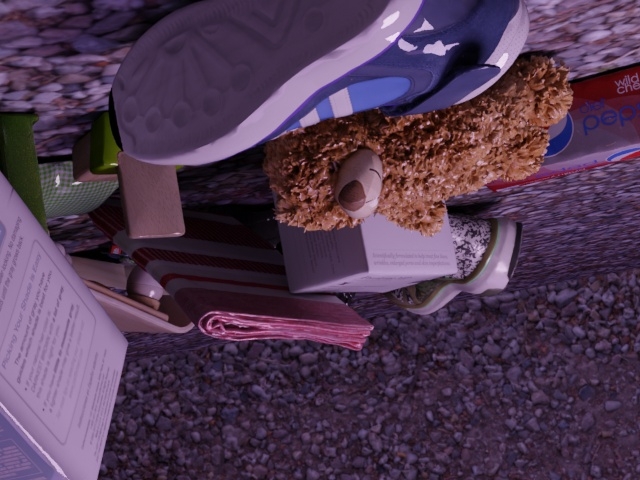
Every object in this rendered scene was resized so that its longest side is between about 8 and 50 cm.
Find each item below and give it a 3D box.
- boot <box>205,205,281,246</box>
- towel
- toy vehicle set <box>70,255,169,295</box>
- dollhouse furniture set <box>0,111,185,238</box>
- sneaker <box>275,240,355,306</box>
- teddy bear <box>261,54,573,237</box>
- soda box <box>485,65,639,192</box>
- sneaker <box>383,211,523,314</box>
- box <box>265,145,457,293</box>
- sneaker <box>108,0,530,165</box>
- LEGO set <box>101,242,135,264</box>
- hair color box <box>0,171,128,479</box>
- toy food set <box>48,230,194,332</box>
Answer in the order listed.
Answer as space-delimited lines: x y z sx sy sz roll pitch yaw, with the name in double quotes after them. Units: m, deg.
-0.130 -0.002 1.805 0.198 0.077 0.137 -2 172 -36 "boot"
-0.120 0.033 1.475 0.237 0.037 0.329 9 -162 -39 "towel"
-0.229 0.066 1.898 0.266 0.035 0.166 9 177 18 "toy vehicle set"
-0.284 -0.015 1.320 0.197 0.151 0.301 -4 168 -35 "dollhouse furniture set"
0.000 0.000 1.680 0.124 0.107 0.283 -3 -154 24 "sneaker"
0.113 -0.091 1.294 0.338 0.113 0.245 -3 146 -38 "teddy bear"
0.308 -0.133 1.458 0.263 0.092 0.083 -13 169 17 "soda box"
0.178 0.012 2.162 0.182 0.158 0.410 26 159 -16 "sneaker"
0.049 -0.036 1.470 0.119 0.182 0.181 -18 167 38 "box"
0.014 -0.133 1.029 0.322 0.130 0.236 -24 160 35 "sneaker"
-0.199 0.018 1.774 0.182 0.060 0.244 16 173 -34 "LEGO set"
-0.303 0.048 1.027 0.113 0.185 0.374 -13 132 17 "hair color box"
-0.321 0.043 1.612 0.219 0.092 0.306 -1 160 35 "toy food set"
